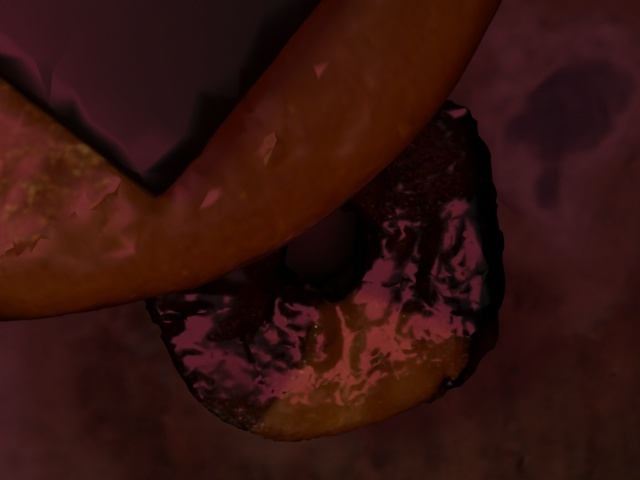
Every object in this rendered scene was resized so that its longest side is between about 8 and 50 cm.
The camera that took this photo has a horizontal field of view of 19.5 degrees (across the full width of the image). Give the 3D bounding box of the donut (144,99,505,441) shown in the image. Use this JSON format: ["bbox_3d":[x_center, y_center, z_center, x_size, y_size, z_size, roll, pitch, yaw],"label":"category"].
[{"bbox_3d":[0.000,0.000,0.655,0.140,0.059,0.140,-5,113,-13],"label":"donut"}]

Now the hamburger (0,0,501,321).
[{"bbox_3d":[-0.093,-0.122,0.493,0.291,0.225,0.291,-6,108,-19],"label":"hamburger"}]
